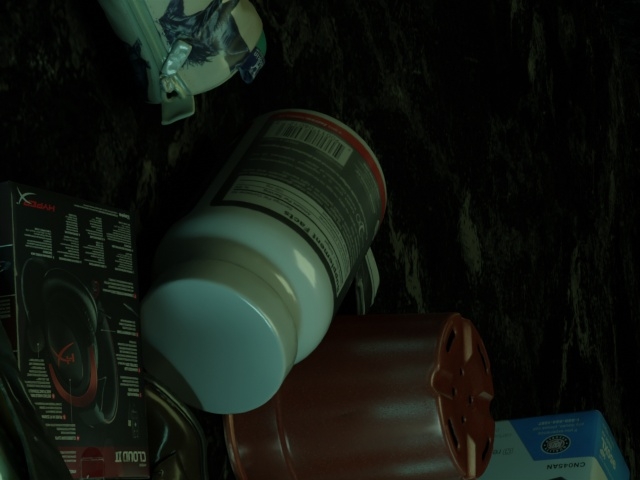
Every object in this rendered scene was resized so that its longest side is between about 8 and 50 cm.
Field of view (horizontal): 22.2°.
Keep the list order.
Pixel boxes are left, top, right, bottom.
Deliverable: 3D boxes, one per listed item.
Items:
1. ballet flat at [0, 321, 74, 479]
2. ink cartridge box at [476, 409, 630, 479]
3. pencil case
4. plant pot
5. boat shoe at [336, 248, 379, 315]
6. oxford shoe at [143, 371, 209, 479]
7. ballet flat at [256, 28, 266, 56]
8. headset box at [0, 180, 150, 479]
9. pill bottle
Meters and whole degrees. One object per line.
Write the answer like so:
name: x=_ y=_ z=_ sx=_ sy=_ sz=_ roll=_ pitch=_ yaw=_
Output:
ballet flat: x=-0.288 y=0.123 z=1.332 sx=0.280 sy=0.095 sz=0.096 roll=55 pitch=15 yaw=17
ink cartridge box: x=0.281 y=0.459 z=2.383 sx=0.166 sy=0.285 sz=0.395 roll=61 pitch=31 yaw=-37
pencil case: x=-0.202 y=-0.327 z=1.707 sx=0.184 sy=0.159 sz=0.410 roll=-93 pitch=161 yaw=-49
plant pot: x=0.059 y=0.201 z=1.993 sx=0.272 sy=0.265 sz=0.273 roll=-8 pitch=90 yaw=-67
boat shoe: x=0.000 y=0.000 z=2.137 sx=0.102 sy=0.108 sz=0.301 roll=-73 pitch=153 yaw=-47
oxford shoe: x=-0.166 y=0.239 z=1.702 sx=0.096 sy=0.082 sz=0.227 roll=-54 pitch=130 yaw=-52
ballet flat: x=-0.132 y=-0.289 z=1.967 sx=0.206 sy=0.067 sz=0.073 roll=60 pitch=36 yaw=-45
headset box: x=-0.259 y=0.109 z=1.494 sx=0.218 sy=0.110 sz=0.293 roll=14 pitch=70 yaw=-65
pill bottle: x=-0.067 y=0.019 z=1.838 sx=0.363 sy=0.210 sz=0.210 roll=-61 pitch=136 yaw=-53
